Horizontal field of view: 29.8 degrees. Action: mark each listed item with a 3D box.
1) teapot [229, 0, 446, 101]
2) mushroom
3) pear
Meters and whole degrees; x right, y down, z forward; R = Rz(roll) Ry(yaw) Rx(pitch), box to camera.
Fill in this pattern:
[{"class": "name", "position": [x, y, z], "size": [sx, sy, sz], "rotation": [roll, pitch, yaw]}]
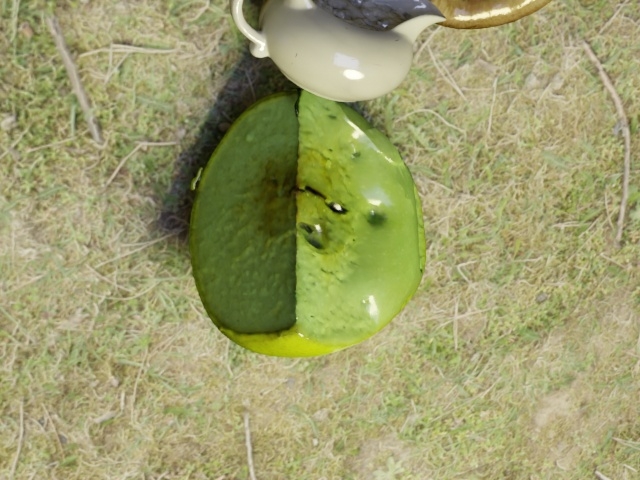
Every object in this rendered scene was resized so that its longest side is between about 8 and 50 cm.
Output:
[{"class": "teapot", "position": [0.015, -0.268, 1.522], "size": [0.298, 0.204, 0.139], "rotation": [2, 132, -35]}, {"class": "mushroom", "position": [0.216, -0.355, 1.618], "size": [0.285, 0.156, 0.151], "rotation": [0, 126, -11]}, {"class": "pear", "position": [0.000, 0.000, 1.634], "size": [0.318, 0.238, 0.343], "rotation": [16, 70, -44]}]
